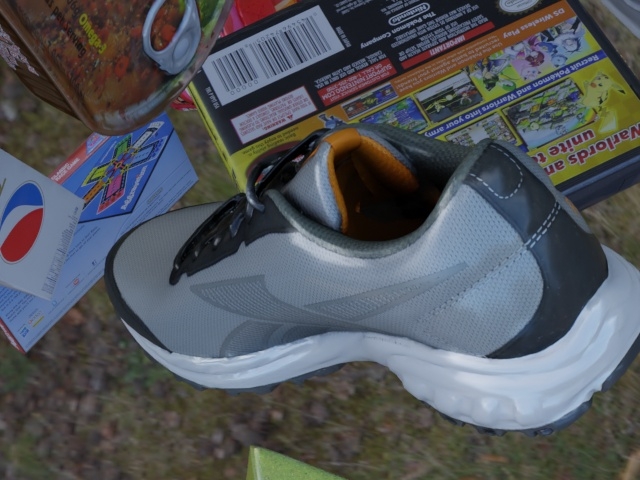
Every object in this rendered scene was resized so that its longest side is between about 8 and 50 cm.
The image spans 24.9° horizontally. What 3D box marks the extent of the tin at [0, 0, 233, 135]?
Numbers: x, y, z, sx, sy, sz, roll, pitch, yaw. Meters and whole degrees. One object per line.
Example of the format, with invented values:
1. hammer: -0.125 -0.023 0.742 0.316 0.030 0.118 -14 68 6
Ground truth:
1. tin: -0.075 -0.107 0.485 0.040 0.189 0.106 32 77 19

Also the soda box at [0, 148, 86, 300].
1. soda box: -0.212 -0.025 0.804 0.074 0.216 0.069 16 81 17

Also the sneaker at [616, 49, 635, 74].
1. sneaker: 0.231 -0.078 1.146 0.084 0.069 0.185 -25 44 -1

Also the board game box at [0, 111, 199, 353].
1. board game box: -0.254 -0.022 1.554 0.027 0.145 0.281 28 64 34

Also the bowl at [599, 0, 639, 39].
1. bowl: 0.138 -0.117 0.568 0.053 0.142 0.142 -50 26 3

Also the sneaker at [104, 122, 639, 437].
1. sneaker: 0.000 0.000 0.575 0.272 0.108 0.100 0 42 48

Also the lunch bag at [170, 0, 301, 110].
1. lunch bag: -0.118 -0.253 1.202 0.120 0.258 0.293 -31 106 -21

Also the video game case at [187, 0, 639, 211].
1. video game case: 0.067 -0.092 1.011 0.275 0.035 0.248 -26 57 -4

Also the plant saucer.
1. plant saucer: 0.022 0.232 1.161 0.188 0.188 0.045 20 71 3
